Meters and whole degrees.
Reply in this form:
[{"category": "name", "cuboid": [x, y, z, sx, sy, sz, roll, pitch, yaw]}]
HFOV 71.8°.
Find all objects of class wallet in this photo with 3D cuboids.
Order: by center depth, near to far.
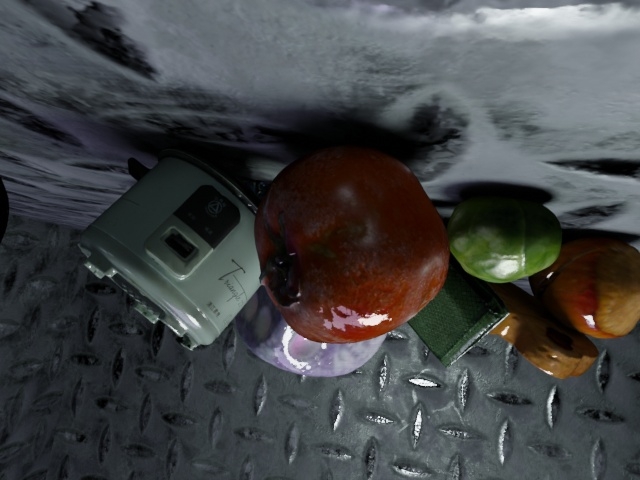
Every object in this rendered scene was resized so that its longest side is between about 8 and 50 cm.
[{"category": "wallet", "cuboid": [0.169, 0.068, 0.710, 0.055, 0.236, 0.160, -14, 146, -39]}]

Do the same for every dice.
[{"category": "dice", "cuboid": [-0.015, 0.110, 0.953, 0.271, 0.271, 0.270, 14, -168, -31]}]

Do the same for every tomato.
[{"category": "tomato", "cuboid": [0.032, 0.002, 0.500, 0.188, 0.232, 0.232, -7, -178, -30]}]

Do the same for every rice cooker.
[{"category": "rice cooker", "cuboid": [-0.180, 0.004, 0.626, 0.280, 0.227, 0.241, 41, 156, -4]}]

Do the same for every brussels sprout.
[{"category": "brussels sprout", "cuboid": [0.239, -0.002, 0.594, 0.154, 0.118, 0.155, 5, 168, 1]}]

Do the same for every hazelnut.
[{"category": "hazelnut", "cuboid": [0.461, 0.071, 0.757, 0.181, 0.182, 0.182, 8, 174, 1]}]

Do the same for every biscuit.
[{"category": "biscuit", "cuboid": [0.314, 0.096, 0.877, 0.455, 0.078, 0.349, 32, -167, 17]}]

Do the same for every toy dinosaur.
[{"category": "toy dinosaur", "cuboid": [-0.105, -0.080, 0.743, 0.047, 0.031, 0.083, 5, 172, 38]}]

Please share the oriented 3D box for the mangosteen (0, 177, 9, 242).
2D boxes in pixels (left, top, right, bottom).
[{"category": "mangosteen", "cuboid": [-0.624, -0.028, 0.621, 0.296, 0.314, 0.297, 17, 167, 4]}]
